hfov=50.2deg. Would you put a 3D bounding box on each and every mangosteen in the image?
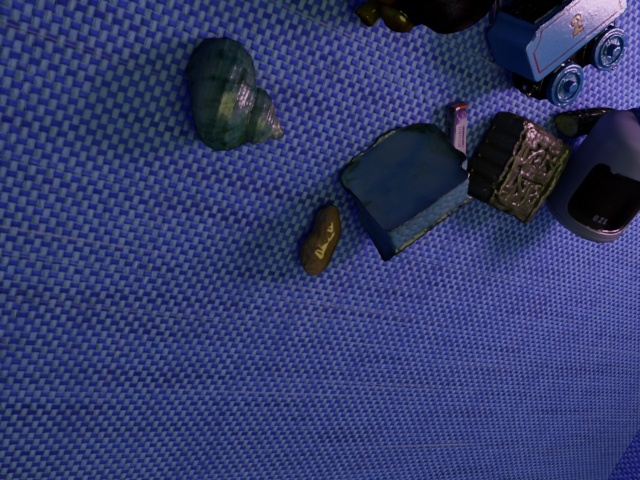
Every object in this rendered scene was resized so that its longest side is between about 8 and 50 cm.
[{"bbox_3d":[0.201,-0.512,1.320,0.302,0.275,0.275,-28,134,19],"label":"mangosteen"}]

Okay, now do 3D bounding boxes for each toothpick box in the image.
[{"bbox_3d":[0.793,-0.200,1.837,0.262,0.263,0.355,-7,140,-30],"label":"toothpick box"}]

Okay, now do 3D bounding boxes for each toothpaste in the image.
[{"bbox_3d":[0.338,-0.246,1.691,0.047,0.040,0.196,-19,126,-20],"label":"toothpaste"}]

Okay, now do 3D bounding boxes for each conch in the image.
[{"bbox_3d":[-0.160,-0.258,1.292,0.202,0.134,0.196,31,99,-40],"label":"conch"}]

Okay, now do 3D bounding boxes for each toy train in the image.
[{"bbox_3d":[0.557,-0.479,1.601,0.300,0.188,0.265,-39,131,-4],"label":"toy train"}]

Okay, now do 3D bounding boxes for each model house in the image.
[{"bbox_3d":[0.215,-0.098,1.612,0.261,0.226,0.241,-34,145,-7],"label":"model house"}]

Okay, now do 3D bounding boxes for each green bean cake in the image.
[{"bbox_3d":[0.519,-0.186,1.790,0.255,0.132,0.241,20,100,-39],"label":"green bean cake"}]

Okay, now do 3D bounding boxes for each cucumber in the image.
[{"bbox_3d":[0.762,-0.333,1.900,0.265,0.077,0.077,-14,123,-29],"label":"cucumber"}]

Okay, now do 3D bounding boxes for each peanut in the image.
[{"bbox_3d":[0.000,0.000,1.591,0.080,0.080,0.175,10,107,-37],"label":"peanut"}]

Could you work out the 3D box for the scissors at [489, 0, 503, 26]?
[{"bbox_3d":[0.405,-0.551,1.571,0.039,0.012,0.113,-24,128,-20],"label":"scissors"}]
